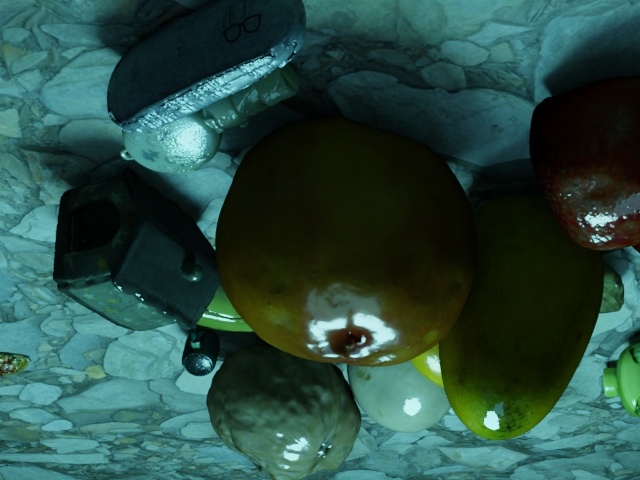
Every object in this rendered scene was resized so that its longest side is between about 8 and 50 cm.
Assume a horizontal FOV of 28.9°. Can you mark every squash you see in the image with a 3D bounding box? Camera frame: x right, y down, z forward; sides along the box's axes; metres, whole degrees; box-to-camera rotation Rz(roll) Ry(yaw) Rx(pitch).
[{"bbox_3d":[-0.155,0.096,1.966,0.341,0.094,0.094,15,147,-27],"label":"squash"}]

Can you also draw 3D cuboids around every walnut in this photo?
[{"bbox_3d":[-0.061,0.289,2.154,0.273,0.273,0.227,1,122,-2],"label":"walnut"}]

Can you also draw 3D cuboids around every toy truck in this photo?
[{"bbox_3d":[0.609,0.248,2.211,0.187,0.148,0.210,-4,171,0],"label":"toy truck"}]

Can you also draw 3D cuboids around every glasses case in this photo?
[{"bbox_3d":[-0.133,-0.207,1.411,0.282,0.109,0.067,-19,148,30],"label":"glasses case"}]

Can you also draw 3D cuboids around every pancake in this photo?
[{"bbox_3d":[0.361,0.063,1.963,0.242,0.050,0.242,10,155,5],"label":"pancake"}]

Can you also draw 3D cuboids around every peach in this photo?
[{"bbox_3d":[0.030,0.013,1.607,0.343,0.301,0.343,-1,152,0],"label":"peach"}]

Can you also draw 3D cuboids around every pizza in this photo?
[{"bbox_3d":[-0.584,0.234,2.263,0.100,0.029,0.099,11,149,-19],"label":"pizza"}]

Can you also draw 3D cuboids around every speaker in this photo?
[{"bbox_3d":[-0.213,0.180,2.132,0.060,0.075,0.094,-19,121,17],"label":"speaker"}]

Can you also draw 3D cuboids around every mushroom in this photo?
[{"bbox_3d":[0.154,0.219,2.127,0.204,0.204,0.204,0,150,0],"label":"mushroom"}]

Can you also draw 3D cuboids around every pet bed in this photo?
[{"bbox_3d":[-0.248,0.018,1.732,0.159,0.183,0.211,-13,149,24],"label":"pet bed"}]

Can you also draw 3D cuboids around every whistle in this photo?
[{"bbox_3d":[-0.145,-0.157,1.548,0.258,0.067,0.126,-21,139,24],"label":"whistle"}]

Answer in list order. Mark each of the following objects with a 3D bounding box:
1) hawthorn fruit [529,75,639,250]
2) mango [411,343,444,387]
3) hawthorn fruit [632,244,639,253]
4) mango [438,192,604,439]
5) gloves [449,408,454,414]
[{"bbox_3d":[0.384,-0.101,1.521,0.250,0.215,0.215,-22,144,30],"label":"hawthorn fruit"},{"bbox_3d":[0.232,0.161,2.001,0.119,0.176,0.317,-21,152,32],"label":"mango"},{"bbox_3d":[0.476,-0.037,1.678,0.157,0.157,0.194,15,151,-25],"label":"hawthorn fruit"},{"bbox_3d":[0.267,0.107,1.709,0.221,0.378,0.264,18,142,2],"label":"mango"},{"bbox_3d":[0.254,0.245,2.238,0.229,0.097,0.119,-34,-178,33],"label":"gloves"}]
